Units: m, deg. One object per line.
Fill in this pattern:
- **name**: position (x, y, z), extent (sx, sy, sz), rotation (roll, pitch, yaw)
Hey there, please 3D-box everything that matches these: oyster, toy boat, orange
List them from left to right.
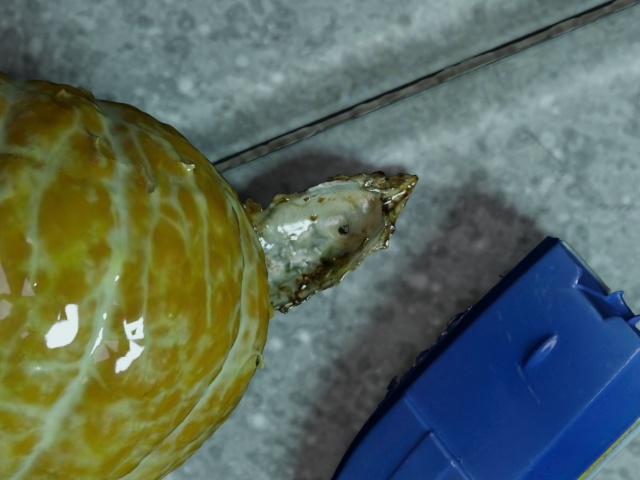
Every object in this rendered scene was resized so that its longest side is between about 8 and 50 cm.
- **orange**: position (-0.190, 0.033, 1.140), extent (0.329, 0.329, 0.249), rotation (9, 87, 4)
- **oyster**: position (0.000, 0.000, 1.267), extent (0.132, 0.029, 0.086), rotation (-6, 101, 3)
- **toy boat**: position (0.087, 0.137, 1.244), extent (0.295, 0.088, 0.129), rotation (-47, 62, 17)
